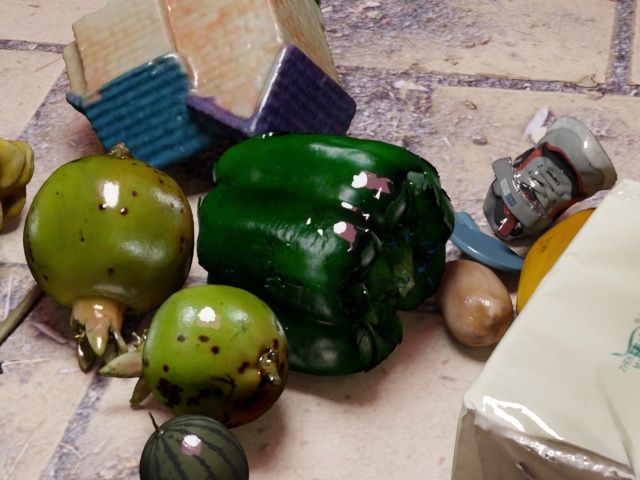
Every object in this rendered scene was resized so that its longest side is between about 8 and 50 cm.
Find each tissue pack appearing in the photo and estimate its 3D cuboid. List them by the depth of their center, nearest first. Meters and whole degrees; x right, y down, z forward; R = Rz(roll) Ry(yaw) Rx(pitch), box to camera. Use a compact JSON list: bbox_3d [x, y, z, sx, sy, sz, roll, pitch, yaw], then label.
[{"bbox_3d":[0.268,0.172,1.484,0.207,0.297,0.380,18,39,22],"label":"tissue pack"}]

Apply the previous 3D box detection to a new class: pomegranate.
[{"bbox_3d":[-0.125,0.130,1.692,0.220,0.156,0.156,-31,18,38],"label":"pomegranate"},{"bbox_3d":[-0.226,0.014,1.829,0.198,0.198,0.246,-9,44,-8],"label":"pomegranate"}]

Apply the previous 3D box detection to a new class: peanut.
[{"bbox_3d":[0.166,0.064,1.827,0.076,0.076,0.152,-8,26,-7],"label":"peanut"}]

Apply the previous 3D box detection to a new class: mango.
[{"bbox_3d":[0.284,0.032,1.838,0.141,0.102,0.217,14,36,31],"label":"mango"}]

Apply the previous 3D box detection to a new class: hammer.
[{"bbox_3d":[-0.348,0.096,1.868,0.062,0.017,0.182,12,38,19],"label":"hammer"}]

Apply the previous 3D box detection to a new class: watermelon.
[{"bbox_3d":[-0.128,0.212,1.597,0.105,0.133,0.105,-30,19,11],"label":"watermelon"}]

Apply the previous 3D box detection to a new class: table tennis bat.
[{"bbox_3d":[0.184,0.001,1.927,0.100,0.019,0.155,20,17,-20],"label":"table tennis bat"}]

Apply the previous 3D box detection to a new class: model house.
[{"bbox_3d":[-0.133,-0.162,2.061,0.312,0.245,0.280,-25,63,13],"label":"model house"}]

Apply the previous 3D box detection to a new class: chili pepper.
[{"bbox_3d":[0.000,0.000,1.790,0.256,0.233,0.248,15,47,28],"label":"chili pepper"}]

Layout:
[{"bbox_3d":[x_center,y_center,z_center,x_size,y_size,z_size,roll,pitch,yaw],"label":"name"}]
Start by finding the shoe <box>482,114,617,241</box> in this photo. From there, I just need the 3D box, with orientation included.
[{"bbox_3d":[0.243,-0.062,1.906,0.125,0.227,0.099,-30,84,-20],"label":"shoe"}]

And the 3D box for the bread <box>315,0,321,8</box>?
[{"bbox_3d":[-0.137,-0.296,2.181,0.301,0.301,0.045,-11,68,-11],"label":"bread"}]

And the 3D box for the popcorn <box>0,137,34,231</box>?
[{"bbox_3d":[-0.474,-0.046,1.914,0.332,0.225,0.265,-14,31,-34],"label":"popcorn"}]
